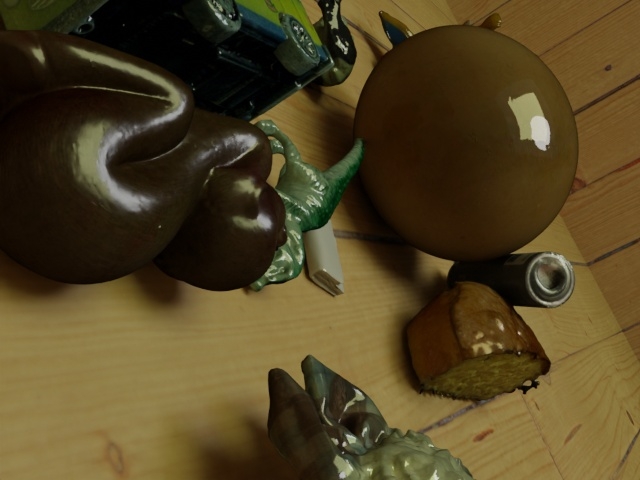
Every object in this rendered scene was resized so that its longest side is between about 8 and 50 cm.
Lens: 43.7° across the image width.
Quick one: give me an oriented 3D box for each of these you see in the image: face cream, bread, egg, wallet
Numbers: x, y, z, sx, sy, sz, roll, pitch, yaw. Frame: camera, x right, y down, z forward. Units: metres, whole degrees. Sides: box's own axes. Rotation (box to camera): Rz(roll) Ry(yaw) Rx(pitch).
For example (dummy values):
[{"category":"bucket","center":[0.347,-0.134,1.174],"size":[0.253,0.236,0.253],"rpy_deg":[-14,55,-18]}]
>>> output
[{"category":"face cream","center":[0.255,0.056,1.136],"size":[0.073,0.073,0.283],"rpy_deg":[58,-13,-6]},{"category":"bread","center":[0.195,0.123,1.020],"size":[0.260,0.129,0.134],"rpy_deg":[29,36,-54]},{"category":"egg","center":[0.194,-0.143,1.111],"size":[0.301,0.301,0.374],"rpy_deg":[39,28,-42]},{"category":"wallet","center":[0.000,0.000,0.890],"size":[0.061,0.025,0.122],"rpy_deg":[45,26,-48]}]

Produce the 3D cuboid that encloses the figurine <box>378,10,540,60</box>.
[{"category":"figurine","center":[0.306,-0.318,1.620],"size":[0.401,0.268,0.387],"rpy_deg":[59,24,10]}]

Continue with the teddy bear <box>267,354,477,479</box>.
[{"category":"teddy bear","center":[0.068,0.324,0.539],"size":[0.362,0.375,0.327],"rpy_deg":[23,9,24]}]

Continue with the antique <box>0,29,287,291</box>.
[{"category":"antique","center":[-0.120,-0.033,0.554],"size":[0.257,0.121,0.143],"rpy_deg":[21,51,-56]}]

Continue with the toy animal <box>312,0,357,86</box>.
[{"category":"toy animal","center":[0.006,-0.304,1.188],"size":[0.121,0.094,0.225],"rpy_deg":[61,11,-25]}]

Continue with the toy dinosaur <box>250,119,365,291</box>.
[{"category":"toy dinosaur","center":[-0.021,-0.088,0.856],"size":[0.129,0.076,0.383],"rpy_deg":[52,36,-15]}]

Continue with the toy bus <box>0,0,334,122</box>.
[{"category":"toy bus","center":[-0.135,-0.213,0.697],"size":[0.312,0.152,0.190],"rpy_deg":[1,63,-65]}]
